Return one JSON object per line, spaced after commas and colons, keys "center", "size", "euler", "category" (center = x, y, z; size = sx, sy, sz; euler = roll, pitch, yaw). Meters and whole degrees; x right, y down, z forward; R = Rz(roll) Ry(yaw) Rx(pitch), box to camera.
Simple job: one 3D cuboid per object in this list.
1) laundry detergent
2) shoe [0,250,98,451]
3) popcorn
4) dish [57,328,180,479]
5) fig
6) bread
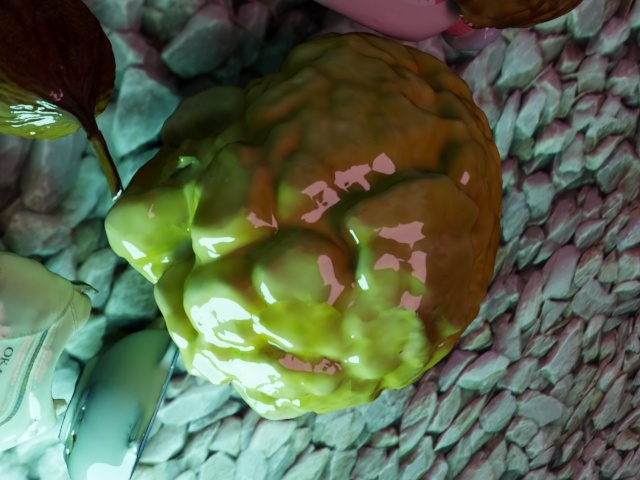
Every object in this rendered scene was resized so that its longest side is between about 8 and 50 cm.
{"center": [0.072, -0.274, 1.078], "size": [0.335, 0.088, 0.159], "euler": [13, 65, -49], "category": "laundry detergent"}
{"center": [-0.329, 0.159, 0.979], "size": [0.210, 0.132, 0.342], "euler": [20, 98, -45], "category": "shoe"}
{"center": [0.017, -0.007, 1.029], "size": [0.390, 0.354, 0.344], "euler": [-30, 123, -19], "category": "popcorn"}
{"center": [-0.212, 0.177, 1.081], "size": [0.086, 0.228, 0.236], "euler": [20, 97, -4], "category": "dish"}
{"center": [-0.218, -0.121, 0.857], "size": [0.146, 0.201, 0.134], "euler": [-7, 130, -32], "category": "fig"}
{"center": [0.196, -0.311, 1.101], "size": [0.222, 0.096, 0.181], "euler": [-26, 95, -52], "category": "bread"}
